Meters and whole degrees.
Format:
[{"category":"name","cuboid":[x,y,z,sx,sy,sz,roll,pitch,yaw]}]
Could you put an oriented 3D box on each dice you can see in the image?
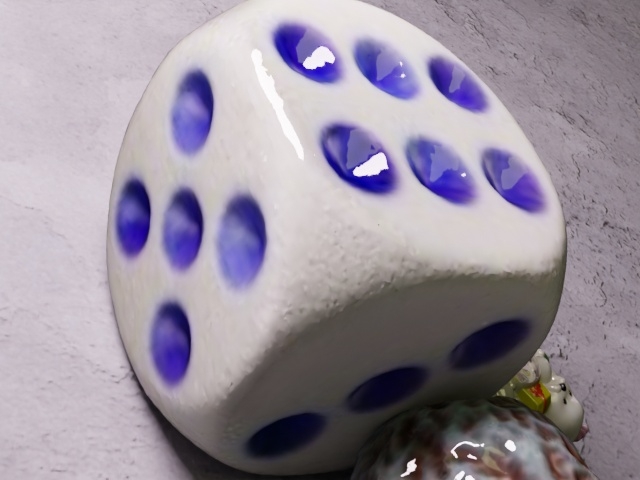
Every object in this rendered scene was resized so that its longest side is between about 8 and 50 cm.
[{"category":"dice","cuboid":[0.000,0.000,0.838,0.277,0.304,0.304,5,49,-33]}]

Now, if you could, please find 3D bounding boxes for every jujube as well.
[{"category":"jujube","cuboid":[0.131,0.269,0.738,0.226,0.226,0.317,13,49,-27]}]

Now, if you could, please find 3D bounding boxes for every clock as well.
[{"category":"clock","cuboid":[0.177,0.168,0.964,0.144,0.103,0.231,43,38,20]}]
